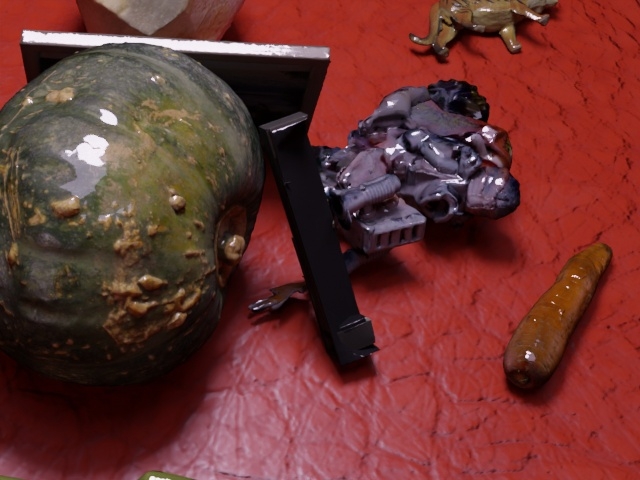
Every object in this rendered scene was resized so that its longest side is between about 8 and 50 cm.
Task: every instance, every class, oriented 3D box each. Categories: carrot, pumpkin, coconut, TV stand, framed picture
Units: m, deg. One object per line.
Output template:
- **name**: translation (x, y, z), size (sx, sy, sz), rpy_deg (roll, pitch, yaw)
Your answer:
- **carrot**: translation (0.264, 0.071, 1.317), size (0.059, 0.059, 0.248), rpy_deg (29, 50, 14)
- **pumpkin**: translation (-0.202, -0.025, 1.161), size (0.257, 0.291, 0.328), rpy_deg (13, 39, 11)
- **coconut**: translation (-0.205, -0.315, 1.451), size (0.197, 0.237, 0.237), rpy_deg (36, 54, 14)
- **TV stand**: translation (0.000, 0.000, 1.214), size (0.049, 0.256, 0.040), rpy_deg (-21, 17, -13)
- **framed picture**: translation (-0.159, -0.158, 1.320), size (0.315, 0.232, 0.024), rpy_deg (1, 70, -8)

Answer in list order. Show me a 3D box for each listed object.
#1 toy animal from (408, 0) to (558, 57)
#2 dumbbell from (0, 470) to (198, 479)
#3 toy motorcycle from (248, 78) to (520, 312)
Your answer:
- **toy animal**: translation (0.222, -0.297, 1.614), size (0.241, 0.057, 0.099), rpy_deg (-11, 47, -16)
- **dumbbell**: translation (-0.249, 0.235, 1.056), size (0.302, 0.121, 0.108), rpy_deg (11, 78, 0)
- **toy motorcycle**: translation (0.076, -0.052, 1.336), size (0.401, 0.134, 0.207), rpy_deg (-28, 54, -29)
